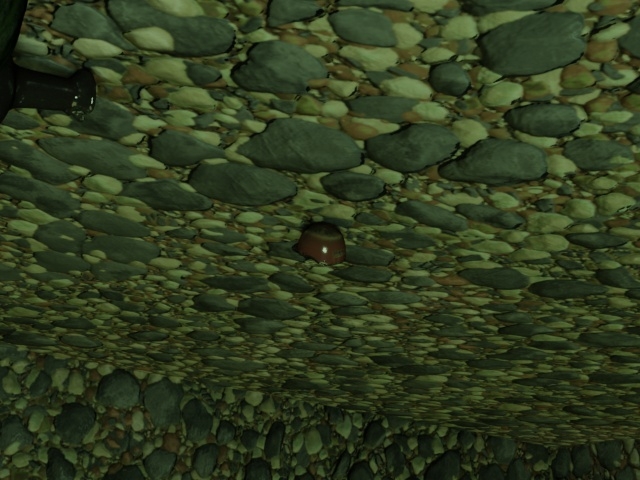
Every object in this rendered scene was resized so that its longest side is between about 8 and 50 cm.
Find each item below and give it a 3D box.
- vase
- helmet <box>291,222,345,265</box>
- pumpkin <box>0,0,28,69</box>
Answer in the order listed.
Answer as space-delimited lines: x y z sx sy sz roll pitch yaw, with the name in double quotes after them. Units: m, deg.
-0.304 -0.149 0.908 0.182 0.120 0.120 4 166 -42 "vase"
-0.001 -0.002 1.317 0.084 0.049 0.065 23 -153 34 "helmet"
-0.363 -0.187 0.655 0.300 0.207 0.300 5 160 2 "pumpkin"
